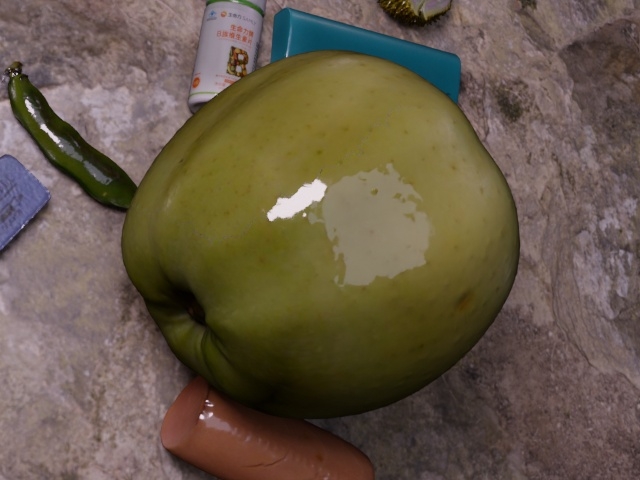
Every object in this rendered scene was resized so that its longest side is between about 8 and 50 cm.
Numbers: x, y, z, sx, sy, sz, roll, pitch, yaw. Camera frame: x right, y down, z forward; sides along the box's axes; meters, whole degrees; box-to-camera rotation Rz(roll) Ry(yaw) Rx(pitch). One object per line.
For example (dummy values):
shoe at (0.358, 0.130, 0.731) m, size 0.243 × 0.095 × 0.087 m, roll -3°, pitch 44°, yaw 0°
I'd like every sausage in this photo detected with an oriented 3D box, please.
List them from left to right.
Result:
sausage at (-0.059, 0.286, 1.408) m, size 0.304 × 0.121 × 0.121 m, roll 31°, pitch 68°, yaw -23°

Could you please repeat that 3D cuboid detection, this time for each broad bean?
broad bean at (-0.325, -0.121, 1.372) m, size 0.254 × 0.046 × 0.065 m, roll 47°, pitch 51°, yaw -13°

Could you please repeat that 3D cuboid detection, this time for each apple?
apple at (0.000, 0.000, 1.309) m, size 0.474 × 0.474 × 0.473 m, roll 5°, pitch 79°, yaw -28°

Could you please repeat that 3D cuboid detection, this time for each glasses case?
glasses case at (0.072, -0.262, 1.601) m, size 0.301 × 0.070 × 0.117 m, roll 9°, pitch 78°, yaw -29°

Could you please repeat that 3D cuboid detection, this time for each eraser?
eraser at (-0.435, -0.003, 1.298) m, size 0.082 × 0.036 × 0.225 m, roll 47°, pitch 63°, yaw -16°

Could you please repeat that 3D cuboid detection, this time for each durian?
durian at (0.148, -0.405, 1.656) m, size 0.208 × 0.102 × 0.146 m, roll -20°, pitch 94°, yaw -53°

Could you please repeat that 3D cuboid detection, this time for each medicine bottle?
medicine bottle at (-0.130, -0.265, 1.479) m, size 0.086 × 0.086 × 0.183 m, roll 14°, pitch 75°, yaw -26°
